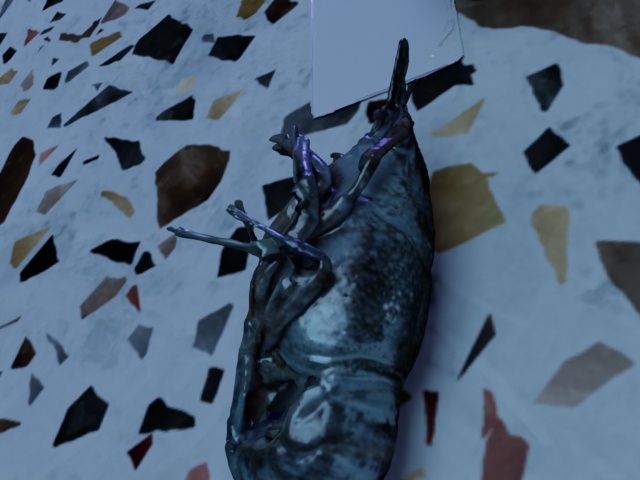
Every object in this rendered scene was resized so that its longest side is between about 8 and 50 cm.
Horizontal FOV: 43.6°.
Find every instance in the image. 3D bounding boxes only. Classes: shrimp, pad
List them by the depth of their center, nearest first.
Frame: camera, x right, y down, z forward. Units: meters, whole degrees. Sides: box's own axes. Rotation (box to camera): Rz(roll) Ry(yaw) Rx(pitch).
[{"bbox_3d":[0.000,0.002,0.543,0.137,0.172,0.372,-15,58,31],"label":"shrimp"},{"bbox_3d":[0.057,-0.226,0.792,0.156,0.004,0.232,-19,49,22],"label":"pad"}]
